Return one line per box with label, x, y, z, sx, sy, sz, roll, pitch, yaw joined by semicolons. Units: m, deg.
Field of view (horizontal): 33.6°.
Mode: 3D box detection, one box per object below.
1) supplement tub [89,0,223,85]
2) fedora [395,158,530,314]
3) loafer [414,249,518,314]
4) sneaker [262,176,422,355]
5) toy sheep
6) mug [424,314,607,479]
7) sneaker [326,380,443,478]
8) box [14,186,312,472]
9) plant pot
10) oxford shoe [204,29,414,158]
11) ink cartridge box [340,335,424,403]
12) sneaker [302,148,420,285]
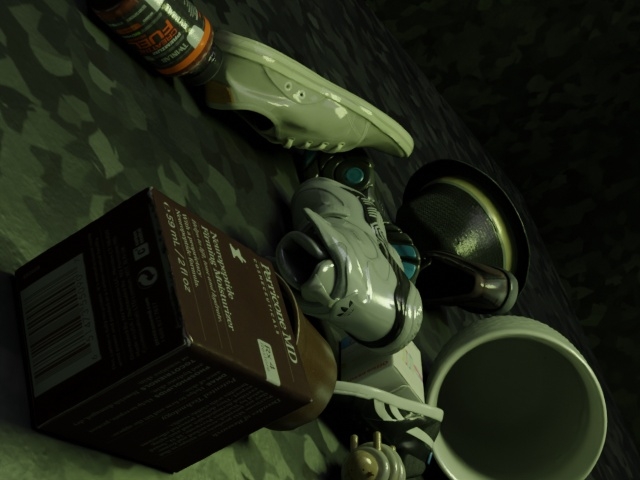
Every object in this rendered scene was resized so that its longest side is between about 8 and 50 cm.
supplement tub;-0.222;-0.301;1.491;0.198;0.106;0.106;41;26;-44
fedora;0.252;0.010;2.117;0.152;0.334;0.334;-25;84;-42
loafer;0.207;0.066;1.862;0.095;0.302;0.109;15;85;-38
sneaker;0.000;0.000;1.548;0.210;0.137;0.366;29;21;-41
toy sheep;0.069;0.298;1.355;0.132;0.091;0.091;45;22;-51
mug;0.310;0.308;1.761;0.328;0.276;0.374;-35;125;-83
sneaker;0.072;0.265;1.432;0.217;0.079;0.121;19;75;-29
box;-0.144;0.089;0.977;0.203;0.167;0.168;35;30;-53
plant pot;-0.069;0.128;1.157;0.165;0.167;0.167;47;20;-58
oxford shoe;-0.022;-0.206;1.742;0.449;0.130;0.169;20;1;-43
ink cartridge box;0.090;0.198;1.560;0.090;0.092;0.143;52;21;-25
sneaker;0.062;-0.034;1.871;0.139;0.125;0.341;86;-19;-63
